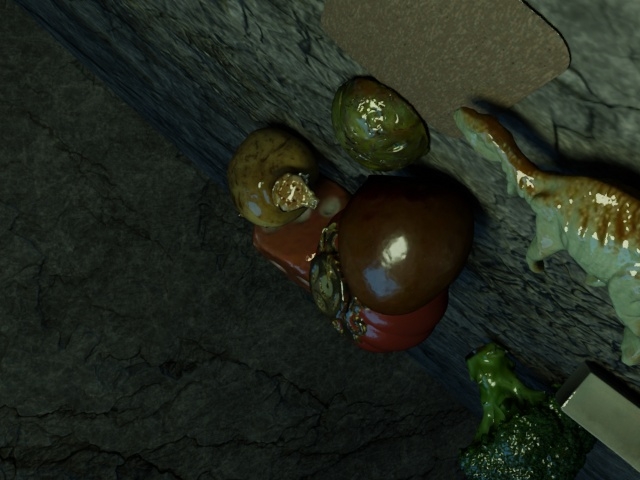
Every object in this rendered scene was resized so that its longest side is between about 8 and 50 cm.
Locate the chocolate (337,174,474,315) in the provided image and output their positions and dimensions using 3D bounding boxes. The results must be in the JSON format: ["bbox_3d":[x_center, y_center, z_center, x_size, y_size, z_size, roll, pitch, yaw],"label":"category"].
[{"bbox_3d":[0.097,0.006,0.803,0.177,0.177,0.177,39,173,6],"label":"chocolate"}]

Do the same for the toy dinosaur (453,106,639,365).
[{"bbox_3d":[0.264,0.035,0.541,0.393,0.092,0.205,38,168,28],"label":"toy dinosaur"}]

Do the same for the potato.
[{"bbox_3d":[0.053,-0.115,0.766,0.119,0.054,0.198,37,174,-12],"label":"potato"}]

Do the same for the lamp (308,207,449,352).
[{"bbox_3d":[0.093,0.050,1.013,0.227,0.227,0.227,39,173,6],"label":"lamp"}]

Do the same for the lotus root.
[{"bbox_3d":[-0.082,-0.101,1.111,0.140,0.154,0.257,19,-174,-18],"label":"lotus root"}]

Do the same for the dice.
[{"bbox_3d":[0.000,0.000,1.245,0.179,0.174,0.175,35,170,36],"label":"dice"}]

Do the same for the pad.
[{"bbox_3d":[0.081,-0.161,0.553,0.176,0.002,0.266,40,173,-4],"label":"pad"}]

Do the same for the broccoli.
[{"bbox_3d":[0.384,0.353,1.339,0.297,0.297,0.297,51,-163,-57],"label":"broccoli"}]

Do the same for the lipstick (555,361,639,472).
[{"bbox_3d":[0.510,0.322,0.986,0.371,0.076,0.080,38,-169,8],"label":"lipstick"}]
